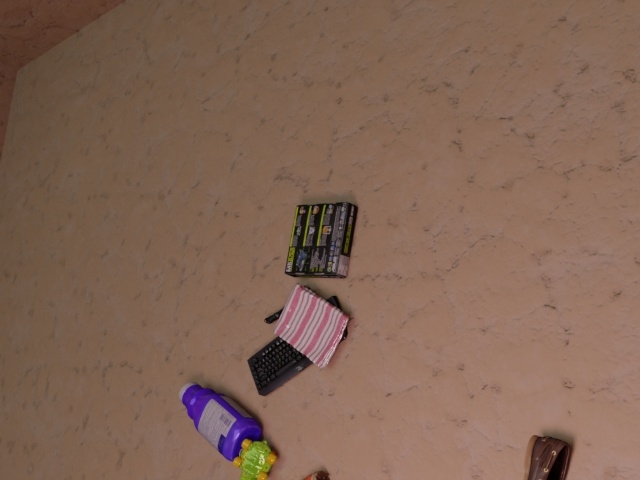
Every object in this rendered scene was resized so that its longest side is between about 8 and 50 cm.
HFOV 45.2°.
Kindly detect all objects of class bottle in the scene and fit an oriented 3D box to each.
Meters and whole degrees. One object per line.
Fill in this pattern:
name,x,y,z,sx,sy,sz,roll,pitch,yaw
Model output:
bottle,-0.269,0.459,1.991,0.283,0.092,0.118,26,96,45

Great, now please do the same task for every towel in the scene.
towel,-0.028,0.205,1.874,0.197,0.029,0.144,31,98,39

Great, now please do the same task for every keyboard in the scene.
keyboard,-0.072,0.236,1.941,0.317,0.033,0.201,-39,51,24

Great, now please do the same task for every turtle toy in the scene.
turtle toy,-0.160,0.545,1.873,0.095,0.066,0.130,27,93,15

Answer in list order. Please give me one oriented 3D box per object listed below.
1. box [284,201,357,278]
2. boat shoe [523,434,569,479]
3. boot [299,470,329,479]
box,0.000,0.000,1.956,0.184,0.045,0.191,-3,73,44
boat shoe,0.402,0.459,1.389,0.073,0.073,0.207,1,75,45
boot,-0.019,0.608,1.734,0.084,0.059,0.158,-29,48,36
